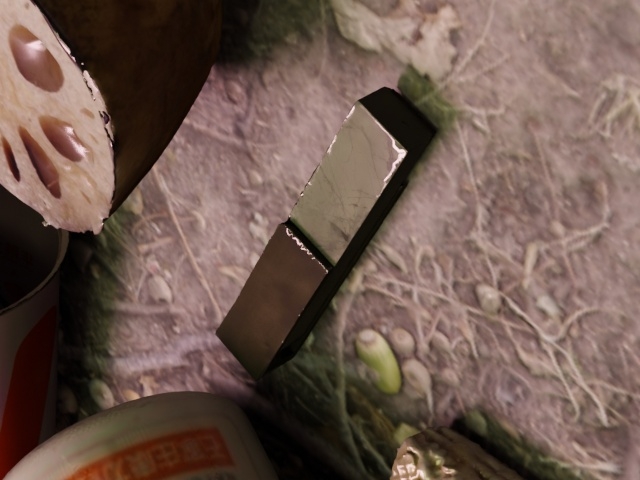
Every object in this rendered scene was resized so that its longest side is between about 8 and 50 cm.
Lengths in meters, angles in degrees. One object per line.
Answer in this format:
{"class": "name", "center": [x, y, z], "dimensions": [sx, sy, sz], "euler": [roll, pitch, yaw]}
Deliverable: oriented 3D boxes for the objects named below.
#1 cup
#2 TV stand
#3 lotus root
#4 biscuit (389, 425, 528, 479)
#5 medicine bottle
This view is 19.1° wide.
{"class": "cup", "center": [-0.288, 0.106, 1.510], "dimensions": [0.203, 0.203, 0.288], "euler": [31, 139, 29]}
{"class": "TV stand", "center": [0.000, 0.000, 1.254], "dimensions": [0.049, 0.040, 0.256], "euler": [47, 138, 15]}
{"class": "lotus root", "center": [-0.167, -0.157, 1.218], "dimensions": [0.272, 0.192, 0.272], "euler": [28, 141, 26]}
{"class": "biscuit", "center": [0.084, 0.238, 1.301], "dimensions": [0.108, 0.062, 0.239], "euler": [35, 133, 28]}
{"class": "medicine bottle", "center": [-0.075, 0.307, 1.310], "dimensions": [0.371, 0.211, 0.211], "euler": [63, 144, 27]}
